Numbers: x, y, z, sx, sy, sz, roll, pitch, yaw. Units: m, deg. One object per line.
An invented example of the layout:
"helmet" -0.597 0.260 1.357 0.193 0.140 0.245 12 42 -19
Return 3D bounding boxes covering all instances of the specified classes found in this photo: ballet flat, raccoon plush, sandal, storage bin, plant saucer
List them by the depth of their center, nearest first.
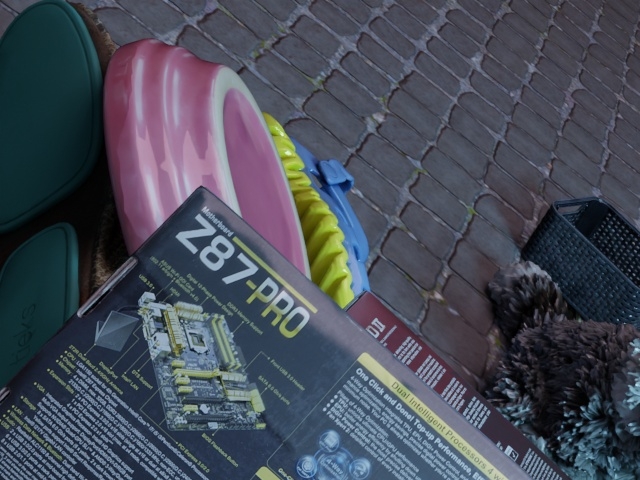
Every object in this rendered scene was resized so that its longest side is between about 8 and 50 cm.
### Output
"ballet flat" -0.196 0.010 1.218 0.182 0.164 0.482 44 26 -42
"plant saucer" -0.082 -0.019 1.248 0.332 0.084 0.332 -16 90 -79
"sandal" 0.000 0.000 1.465 0.138 0.126 0.317 22 35 -37
"raccoon plush" 0.305 0.093 1.505 0.216 0.299 0.446 18 36 -34
"storage bin" 0.358 0.034 1.835 0.122 0.084 0.180 -7 46 -46

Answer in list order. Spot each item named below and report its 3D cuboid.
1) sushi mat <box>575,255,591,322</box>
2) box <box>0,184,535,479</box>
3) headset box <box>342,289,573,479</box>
"sushi mat" 0.381 0.129 1.829 0.151 0.019 0.316 35 29 -8
"box" -0.042 0.208 0.959 0.395 0.318 0.097 41 -13 3
"headset box" 0.039 0.200 1.130 0.293 0.218 0.110 44 27 4
